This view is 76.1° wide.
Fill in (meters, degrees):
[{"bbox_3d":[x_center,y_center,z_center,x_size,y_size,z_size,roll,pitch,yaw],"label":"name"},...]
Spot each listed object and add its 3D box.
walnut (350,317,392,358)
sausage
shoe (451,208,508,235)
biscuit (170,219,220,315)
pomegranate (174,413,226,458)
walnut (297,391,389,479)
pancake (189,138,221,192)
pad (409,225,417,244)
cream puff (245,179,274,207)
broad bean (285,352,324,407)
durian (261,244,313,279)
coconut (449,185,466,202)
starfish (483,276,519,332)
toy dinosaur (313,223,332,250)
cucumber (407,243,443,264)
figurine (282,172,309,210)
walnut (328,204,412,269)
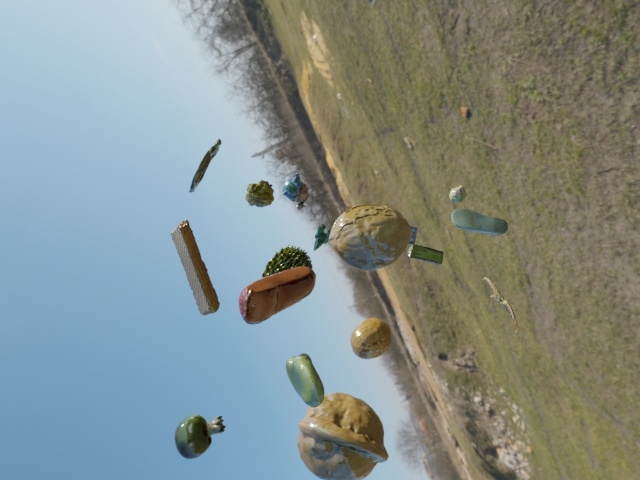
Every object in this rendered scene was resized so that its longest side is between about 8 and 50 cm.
[{"bbox_3d":[0.252,0.494,2.062,0.195,0.222,0.195,45,146,42],"label":"walnut"},{"bbox_3d":[-0.115,0.140,1.117,0.348,0.094,0.097,-14,-66,-62],"label":"sausage"},{"bbox_3d":[0.558,-0.054,1.457,0.078,0.195,0.079,81,-158,-68],"label":"shoe"},{"bbox_3d":[-0.489,0.107,1.596,0.054,0.094,0.378,-20,-90,-46],"label":"biscuit"},{"bbox_3d":[-0.336,0.540,1.142,0.114,0.142,0.114,160,90,-86],"label":"pomegranate"},{"bbox_3d":[0.090,0.845,1.774,0.383,0.384,0.383,-23,-90,-86],"label":"walnut"},{"bbox_3d":[-0.423,-0.270,1.490,0.029,0.212,0.235,29,-136,-15],"label":"pancake"},{"bbox_3d":[0.407,-0.044,2.242,0.158,0.235,0.003,82,-157,-53],"label":"pad"},{"bbox_3d":[-0.309,-0.222,2.043,0.121,0.156,0.156,53,-179,12],"label":"cream puff"},{"bbox_3d":[-0.054,0.496,1.457,0.228,0.100,0.169,-175,71,-73],"label":"broad bean"},{"bbox_3d":[-0.147,0.140,1.719,0.158,0.169,0.352,36,-138,7],"label":"durian"},{"bbox_3d":[0.688,-0.228,2.051,0.083,0.082,0.081,30,-132,-64],"label":"coconut"},{"bbox_3d":[0.804,0.274,1.808,0.138,0.050,0.247,58,-169,-44],"label":"starfish"},{"bbox_3d":[0.000,0.000,1.457,0.059,0.096,0.132,30,-153,1],"label":"toy dinosaur"},{"bbox_3d":[0.546,0.073,2.152,0.062,0.212,0.077,177,105,-67],"label":"cucumber"},{"bbox_3d":[-0.102,-0.218,1.862,0.144,0.114,0.178,51,-177,-5],"label":"figurine"},{"bbox_3d":[0.146,-0.011,1.215,0.198,0.245,0.198,-5,-90,-89],"label":"walnut"}]
